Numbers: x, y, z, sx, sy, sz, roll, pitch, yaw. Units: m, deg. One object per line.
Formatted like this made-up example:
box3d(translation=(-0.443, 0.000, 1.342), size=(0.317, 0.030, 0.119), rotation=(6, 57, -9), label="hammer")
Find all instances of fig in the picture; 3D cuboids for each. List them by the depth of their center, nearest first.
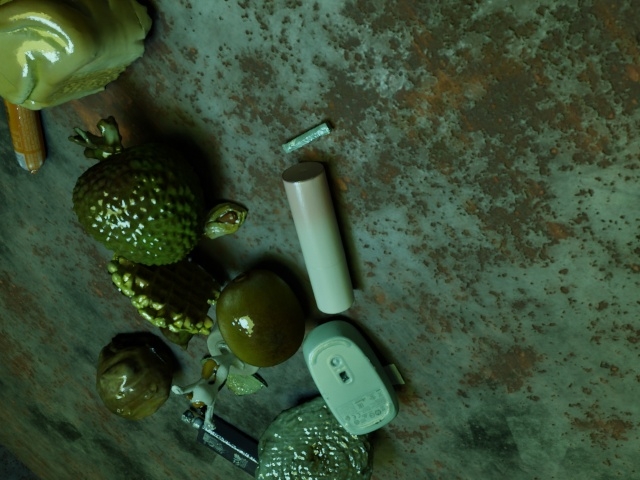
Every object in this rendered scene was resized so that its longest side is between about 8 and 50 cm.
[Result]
box3d(translation=(-0.376, 0.234, 1.709), size=(0.109, 0.103, 0.155), rotation=(15, 125, 48), label="fig")

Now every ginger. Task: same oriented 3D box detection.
box3d(translation=(-0.561, 0.411, 1.874), size=(0.269, 0.223, 0.201), rotation=(-10, 122, 32), label="ginger")

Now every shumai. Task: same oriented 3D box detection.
box3d(translation=(0.000, 0.584, 1.746), size=(0.309, 0.304, 0.263), rotation=(19, 165, 14), label="shumai")

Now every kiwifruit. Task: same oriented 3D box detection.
box3d(translation=(-0.139, 0.175, 1.471), size=(0.195, 0.196, 0.234), rotation=(0, 121, 29), label="kiwifruit")

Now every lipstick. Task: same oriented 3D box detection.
box3d(translation=(0.000, 0.000, 1.328), size=(0.087, 0.087, 0.327), rotation=(3, 126, 27), label="lipstick")

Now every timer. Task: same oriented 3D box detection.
box3d(translation=(-0.250, 0.324, 1.594), size=(0.175, 0.266, 0.175), rotation=(15, 130, 19), label="timer")

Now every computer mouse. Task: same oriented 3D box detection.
box3d(translation=(0.069, 0.320, 1.514), size=(0.159, 0.097, 0.289), rotation=(-29, 102, 9), label="computer mouse")

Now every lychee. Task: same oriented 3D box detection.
box3d(translation=(-0.388, -0.093, 1.356), size=(0.320, 0.270, 0.270), rotation=(55, 133, 6), label="lychee")

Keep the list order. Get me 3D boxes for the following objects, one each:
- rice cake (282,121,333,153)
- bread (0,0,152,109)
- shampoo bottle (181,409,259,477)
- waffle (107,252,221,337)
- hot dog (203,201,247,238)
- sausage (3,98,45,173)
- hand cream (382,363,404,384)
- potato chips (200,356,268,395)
box3d(translation=(-0.026, -0.199, 1.236), size=(0.121, 0.021, 0.022), rotation=(-20, 103, 39), label="rice cake")
box3d(translation=(-0.513, -0.388, 1.210), size=(0.315, 0.270, 0.212), rotation=(-23, 96, 45), label="bread")
box3d(translation=(-0.298, 0.624, 1.989), size=(0.309, 0.071, 0.098), rotation=(31, 136, 8), label="shampoo bottle")
box3d(translation=(-0.343, 0.105, 1.469), size=(0.281, 0.301, 0.058), rotation=(41, 110, 4), label="waffle")
box3d(translation=(-0.243, -0.040, 1.451), size=(0.168, 0.061, 0.078), rotation=(-17, 114, 37), label="hot dog")
box3d(translation=(-0.712, -0.258, 1.541), size=(0.071, 0.071, 0.234), rotation=(22, 131, 13), label="sausage")
box3d(translation=(0.103, 0.345, 1.578), size=(0.216, 0.038, 0.052), rotation=(-19, 138, 32), label="hand cream")
box3d(translation=(-0.248, 0.387, 1.810), size=(0.209, 0.026, 0.143), rotation=(2, 122, 26), label="potato chips")
